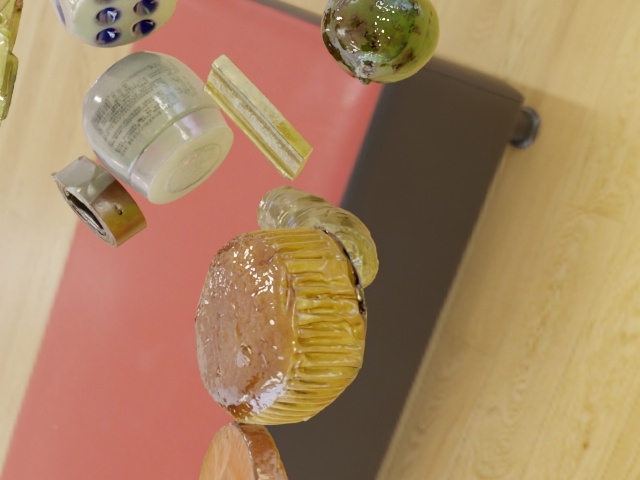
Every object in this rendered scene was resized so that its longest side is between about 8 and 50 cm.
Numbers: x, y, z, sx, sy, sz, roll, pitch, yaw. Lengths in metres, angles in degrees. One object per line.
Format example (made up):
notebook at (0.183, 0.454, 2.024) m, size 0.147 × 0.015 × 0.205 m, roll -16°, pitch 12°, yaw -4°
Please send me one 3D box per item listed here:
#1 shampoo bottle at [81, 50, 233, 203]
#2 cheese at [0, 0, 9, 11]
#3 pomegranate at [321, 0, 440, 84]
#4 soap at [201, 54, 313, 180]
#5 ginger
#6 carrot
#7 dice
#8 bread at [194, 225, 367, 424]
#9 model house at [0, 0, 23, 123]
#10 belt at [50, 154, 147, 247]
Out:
shampoo bottle at (-0.344, -0.237, 2.151) m, size 0.266 × 0.273 × 0.273 m, roll 49°, pitch 122°, yaw 12°
cheese at (-0.456, -0.316, 1.142) m, size 0.127 × 0.233 × 0.266 m, roll 49°, pitch 158°, yaw 14°
pomegranate at (0.112, -0.379, 1.714) m, size 0.202 × 0.202 × 0.248 m, roll 17°, pitch 89°, yaw 47°
soap at (-0.117, -0.223, 1.883) m, size 0.252 × 0.037 × 0.092 m, roll 47°, pitch 149°, yaw 7°
ginger at (0.000, 0.000, 1.387) m, size 0.263 × 0.116 × 0.109 m, roll 34°, pitch 137°, yaw 59°
carrot at (-0.127, 0.458, 1.736) m, size 0.258 × 0.100 × 0.307 m, roll -4°, pitch 90°, yaw 60°
dice at (-0.445, -0.569, 2.108) m, size 0.251 × 0.243 × 0.259 m, roll 64°, pitch 159°, yaw 16°
bread at (-0.048, 0.082, 0.987) m, size 0.199 × 0.104 × 0.199 m, roll 2°, pitch 92°, yaw 56°
model house at (-0.648, -0.315, 1.742) m, size 0.266 × 0.261 × 0.321 m, roll -96°, pitch 24°, yaw -53°
belt at (-0.496, -0.089, 2.281) m, size 0.105 × 0.184 × 0.261 m, roll -38°, pitch 50°, yaw -16°
